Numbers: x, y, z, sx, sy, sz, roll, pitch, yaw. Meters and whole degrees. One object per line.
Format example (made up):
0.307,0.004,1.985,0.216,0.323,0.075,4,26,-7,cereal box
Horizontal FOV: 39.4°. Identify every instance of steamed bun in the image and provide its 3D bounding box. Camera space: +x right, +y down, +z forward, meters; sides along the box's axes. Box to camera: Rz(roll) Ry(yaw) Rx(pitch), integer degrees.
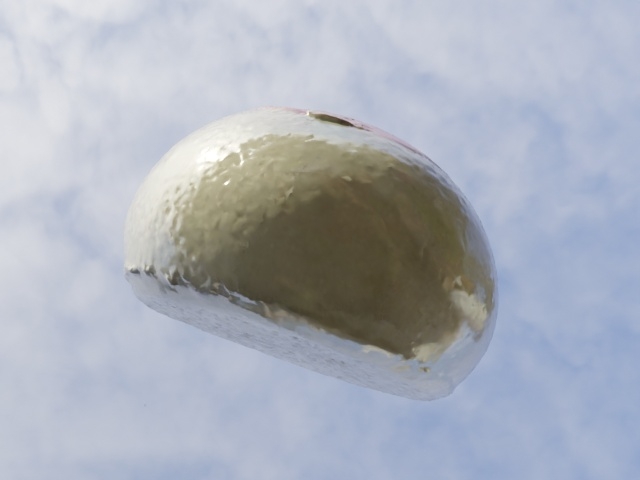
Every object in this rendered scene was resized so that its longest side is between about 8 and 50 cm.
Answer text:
0.000,0.000,0.667,0.282,0.283,0.177,21,-102,-7,steamed bun
